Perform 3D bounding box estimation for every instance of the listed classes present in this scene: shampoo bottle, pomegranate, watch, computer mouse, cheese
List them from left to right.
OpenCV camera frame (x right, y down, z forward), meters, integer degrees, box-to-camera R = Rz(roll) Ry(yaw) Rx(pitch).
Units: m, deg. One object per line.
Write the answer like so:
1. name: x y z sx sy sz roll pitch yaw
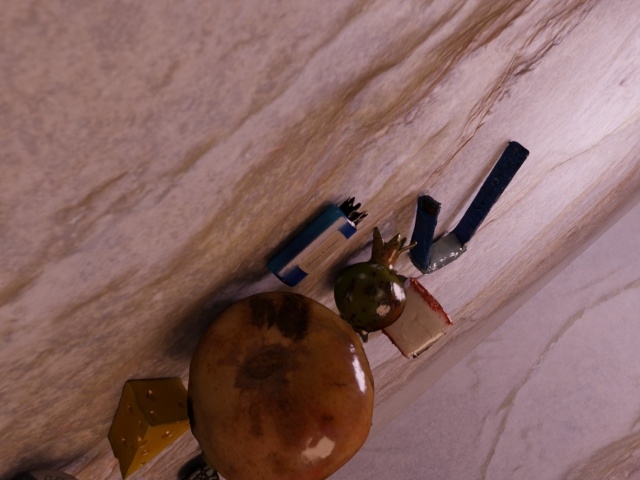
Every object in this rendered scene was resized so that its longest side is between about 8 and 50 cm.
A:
1. cheese: -0.318 0.334 0.913 0.171 0.093 0.126 -47 152 15
2. computer mouse: -0.320 0.631 1.369 0.106 0.062 0.192 -18 139 -34
3. pomegranate: -0.067 0.240 0.849 0.322 0.322 0.322 -30 150 -19
4. shampoo bottle: 0.000 0.000 0.864 0.183 0.050 0.087 -42 149 4
5. pomegranate: 0.120 0.085 1.033 0.220 0.156 0.156 -50 151 8
6. watch: 0.317 -0.062 1.158 0.276 0.068 0.274 -29 145 -19

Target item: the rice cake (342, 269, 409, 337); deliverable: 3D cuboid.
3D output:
1. rice cake: 0.070 0.213 1.240 0.399 0.064 0.070 -50 160 19

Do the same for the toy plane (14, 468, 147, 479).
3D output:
1. toy plane: -0.429 0.458 0.884 0.252 0.118 0.252 6 156 3

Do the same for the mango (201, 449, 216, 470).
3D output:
1. mango: -0.157 0.516 1.340 0.289 0.129 0.146 -21 148 -17

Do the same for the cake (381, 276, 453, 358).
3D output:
1. cake: 0.217 0.191 1.403 0.158 0.160 0.262 -38 -174 -4
